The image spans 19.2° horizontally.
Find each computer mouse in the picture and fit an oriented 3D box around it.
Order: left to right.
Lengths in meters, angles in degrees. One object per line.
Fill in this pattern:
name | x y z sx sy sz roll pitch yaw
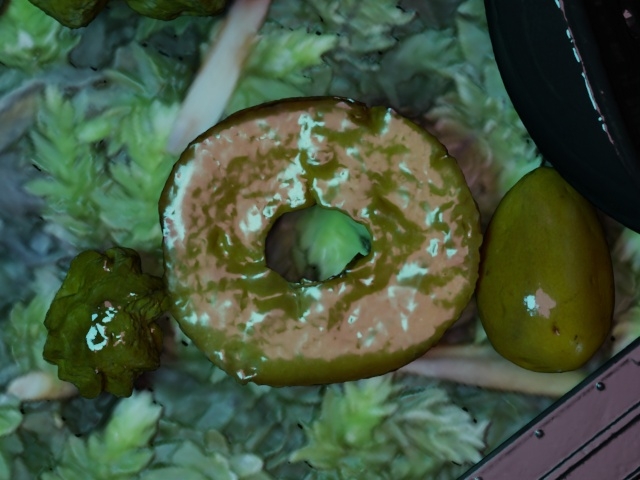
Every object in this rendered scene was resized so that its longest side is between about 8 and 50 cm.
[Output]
computer mouse | 0.135 -0.107 1.011 0.088 0.147 0.264 -18 89 31

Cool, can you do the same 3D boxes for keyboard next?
keyboard | 0.140 0.129 1.078 0.202 0.011 0.067 -38 87 1

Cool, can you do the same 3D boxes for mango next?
mango | 0.127 0.016 1.049 0.080 0.060 0.114 -6 85 -35

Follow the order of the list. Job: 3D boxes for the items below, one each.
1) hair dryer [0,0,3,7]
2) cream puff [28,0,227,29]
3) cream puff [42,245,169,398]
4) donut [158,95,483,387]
hair dryer | -0.231 -0.188 1.065 0.047 0.082 0.137 -32 73 1
cream puff | -0.105 -0.241 1.017 0.244 0.196 0.244 1 60 -2
cream puff | -0.121 0.045 1.062 0.083 0.058 0.083 -38 87 2
donut | 0.000 0.000 1.059 0.178 0.065 0.162 2 94 1
